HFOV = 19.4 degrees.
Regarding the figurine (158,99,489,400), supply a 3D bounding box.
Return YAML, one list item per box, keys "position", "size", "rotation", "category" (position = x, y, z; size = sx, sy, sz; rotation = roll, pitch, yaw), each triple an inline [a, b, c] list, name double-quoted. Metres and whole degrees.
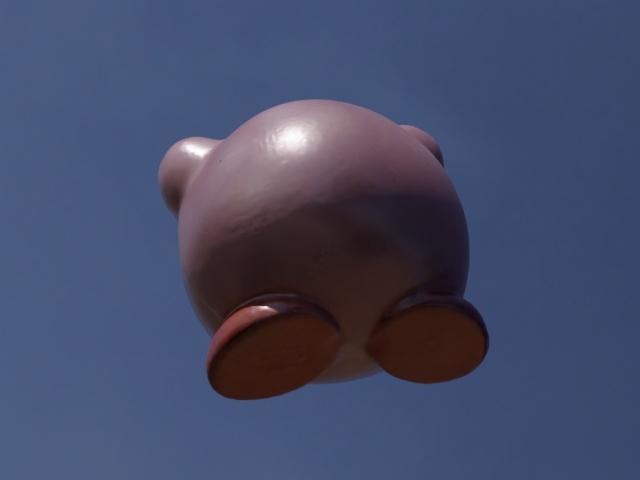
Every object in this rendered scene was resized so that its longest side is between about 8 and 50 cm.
- position: [0.000, 0.000, 1.069]
  size: [0.173, 0.173, 0.173]
  rotation: [22, -34, 15]
  category: "figurine"
